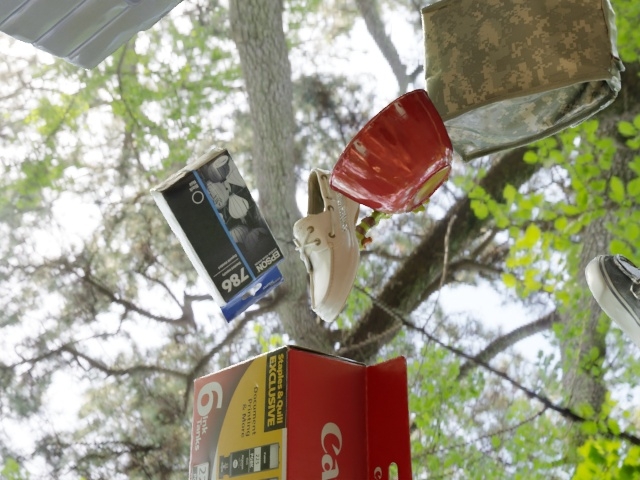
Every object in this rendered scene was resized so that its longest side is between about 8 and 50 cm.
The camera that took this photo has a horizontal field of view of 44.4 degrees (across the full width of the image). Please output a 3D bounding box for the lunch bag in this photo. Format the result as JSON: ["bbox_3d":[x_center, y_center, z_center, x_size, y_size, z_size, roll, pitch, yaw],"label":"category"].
[{"bbox_3d":[0.311,-0.281,1.192,0.287,0.169,0.235,-16,-118,36],"label":"lunch bag"}]

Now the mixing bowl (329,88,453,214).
[{"bbox_3d":[0.109,-0.100,1.043,0.181,0.181,0.098,-36,-107,-23],"label":"mixing bowl"}]

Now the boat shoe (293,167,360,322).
[{"bbox_3d":[0.000,0.000,1.197,0.096,0.098,0.277,23,-136,-19],"label":"boat shoe"}]

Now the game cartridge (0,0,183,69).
[{"bbox_3d":[-0.094,-0.257,0.501,0.355,0.230,0.068,-33,-100,14],"label":"game cartridge"}]

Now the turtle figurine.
[{"bbox_3d":[0.140,-0.083,1.344,0.269,0.217,0.087,-38,-90,-21],"label":"turtle figurine"}]

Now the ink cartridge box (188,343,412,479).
[{"bbox_3d":[-0.031,0.290,0.894,0.130,0.272,0.309,19,-122,-36],"label":"ink cartridge box"}]

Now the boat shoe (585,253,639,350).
[{"bbox_3d":[0.265,0.048,0.565,0.065,0.083,0.183,23,-154,-23],"label":"boat shoe"}]

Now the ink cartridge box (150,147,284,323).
[{"bbox_3d":[-0.184,-0.002,1.562,0.165,0.332,0.065,-39,-152,-24],"label":"ink cartridge box"}]
